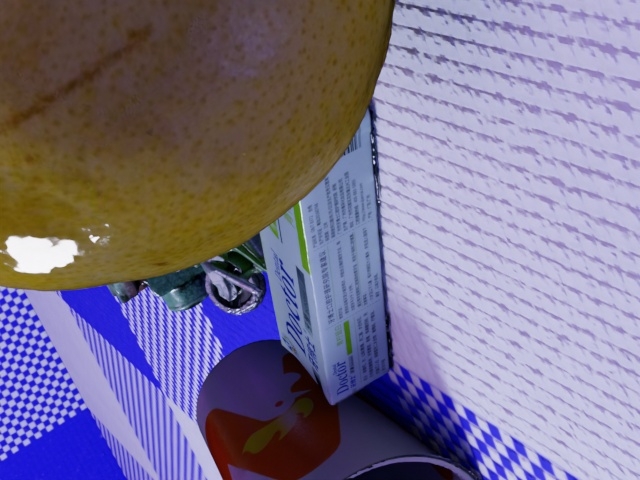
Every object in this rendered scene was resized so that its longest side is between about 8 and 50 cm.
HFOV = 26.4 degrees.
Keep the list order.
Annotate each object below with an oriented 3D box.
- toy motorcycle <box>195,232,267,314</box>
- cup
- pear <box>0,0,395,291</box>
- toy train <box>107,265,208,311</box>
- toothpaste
[{"bbox_3d":[-0.095,-0.024,1.214,0.106,0.074,0.190,-26,101,36],"label":"toy motorcycle"},{"bbox_3d":[-0.003,0.207,1.205,0.288,0.203,0.203,42,157,58],"label":"cup"},{"bbox_3d":[-0.110,-0.125,0.722,0.314,0.314,0.314,50,160,25],"label":"pear"},{"bbox_3d":[-0.207,-0.074,1.349,0.304,0.150,0.221,62,171,-19],"label":"toy train"},{"bbox_3d":[0.000,0.000,1.026,0.081,0.067,0.336,50,160,33],"label":"toothpaste"}]
